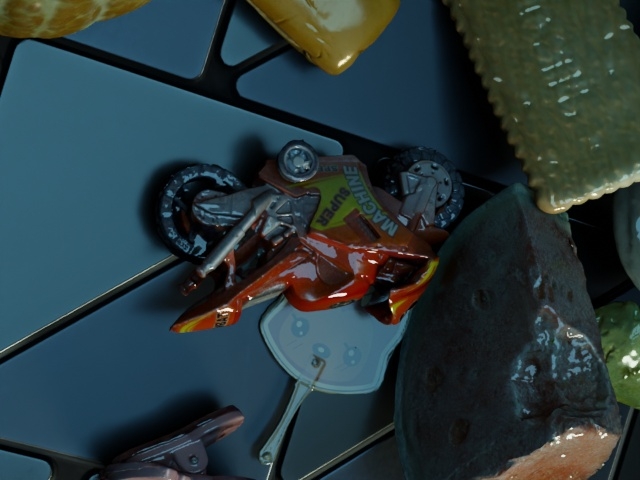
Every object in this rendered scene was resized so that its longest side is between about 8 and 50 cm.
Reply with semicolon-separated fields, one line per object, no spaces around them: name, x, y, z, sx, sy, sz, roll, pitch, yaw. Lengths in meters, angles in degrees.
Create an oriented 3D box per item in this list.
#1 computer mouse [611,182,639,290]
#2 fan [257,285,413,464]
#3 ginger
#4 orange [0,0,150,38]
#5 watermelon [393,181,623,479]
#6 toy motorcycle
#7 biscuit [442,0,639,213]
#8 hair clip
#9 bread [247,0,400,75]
computer mouse;0.385;-0.107;1.716;0.188;0.122;0.371;22;84;-13
fan;-0.003;0.110;1.650;0.132;0.009;0.220;28;85;-11
ginger;0.385;0.115;1.751;0.290;0.089;0.137;3;137;-12
orange;-0.234;-0.323;1.398;0.329;0.249;0.329;1;88;-24
watermelon;0.197;0.115;1.626;0.148;0.226;0.318;14;89;-35
toy motorcycle;-0.001;-0.002;1.596;0.298;0.089;0.171;-6;84;-18
biscuit;0.225;-0.157;1.642;0.160;0.030;0.250;-22;76;-9
hair clip;-0.116;0.219;1.580;0.138;0.123;0.102;-21;74;-22
bread;-0.021;-0.250;1.580;0.200;0.077;0.116;43;89;-18
